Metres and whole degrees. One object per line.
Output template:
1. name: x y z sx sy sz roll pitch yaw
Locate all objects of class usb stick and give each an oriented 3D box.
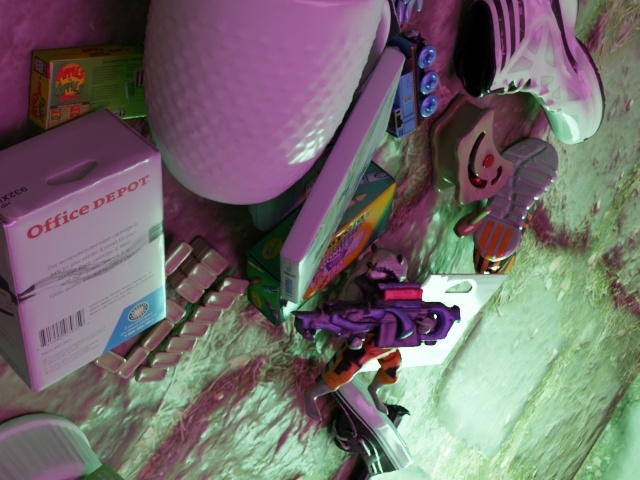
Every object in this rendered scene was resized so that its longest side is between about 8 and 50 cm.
1. usb stick: 0.117 0.486 2.363 0.077 0.045 0.278 14 104 -60

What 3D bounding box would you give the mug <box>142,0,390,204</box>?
1. mug: -0.053 -0.235 1.395 0.374 0.276 0.328 -20 141 -41

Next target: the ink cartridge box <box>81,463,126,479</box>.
1. ink cartridge box: -0.391 0.502 1.497 0.353 0.119 0.207 -34 137 -32

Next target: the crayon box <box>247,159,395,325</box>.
1. crayon box: 0.000 0.000 1.813 0.278 0.081 0.165 -41 160 -23

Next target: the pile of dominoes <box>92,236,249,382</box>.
1. pile of dominoes: -0.245 0.111 1.700 0.251 0.040 0.196 -48 144 -2

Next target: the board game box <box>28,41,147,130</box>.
1. board game box: -0.287 -0.203 1.404 0.181 0.043 0.092 -15 125 -44

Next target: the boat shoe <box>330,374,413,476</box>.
1. boat shoe: 0.083 0.389 2.191 0.119 0.121 0.335 -31 129 1

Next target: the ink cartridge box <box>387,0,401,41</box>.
1. ink cartridge box: -0.005 -0.403 1.557 0.175 0.069 0.371 -35 137 -10

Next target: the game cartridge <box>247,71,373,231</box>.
1. game cartridge: 0.002 -0.158 1.723 0.297 0.062 0.198 -41 163 -22

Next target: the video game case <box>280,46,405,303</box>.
1. video game case: 0.028 -0.082 1.570 0.329 0.036 0.300 -63 175 -13

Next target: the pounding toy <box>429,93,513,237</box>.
1. pounding toy: 0.316 -0.137 2.065 0.154 0.155 0.270 -33 137 -25

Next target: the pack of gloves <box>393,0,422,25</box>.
1. pack of gloves: 0.111 -0.446 1.717 0.195 0.046 0.232 -17 137 -41

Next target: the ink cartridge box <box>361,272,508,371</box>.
1. ink cartridge box: 0.211 0.145 2.163 0.296 0.066 0.261 3 128 -50

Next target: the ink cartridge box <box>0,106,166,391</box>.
1. ink cartridge box: -0.327 0.013 1.404 0.223 0.129 0.307 -30 144 -32

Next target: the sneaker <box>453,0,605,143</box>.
1. sneaker: 0.375 -0.313 2.042 0.257 0.169 0.447 -38 132 -13

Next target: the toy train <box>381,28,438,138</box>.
1. toy train: 0.143 -0.268 1.838 0.105 0.080 0.184 -31 136 -25

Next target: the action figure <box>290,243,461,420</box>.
1. action figure: 0.058 0.157 1.929 0.341 0.178 0.330 10 110 -32

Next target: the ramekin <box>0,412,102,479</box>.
1. ramekin: -0.428 0.402 1.594 0.273 0.127 0.273 -29 134 -35

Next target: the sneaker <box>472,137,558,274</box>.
1. sneaker: 0.390 -0.059 2.258 0.321 0.124 0.180 -57 166 -24
